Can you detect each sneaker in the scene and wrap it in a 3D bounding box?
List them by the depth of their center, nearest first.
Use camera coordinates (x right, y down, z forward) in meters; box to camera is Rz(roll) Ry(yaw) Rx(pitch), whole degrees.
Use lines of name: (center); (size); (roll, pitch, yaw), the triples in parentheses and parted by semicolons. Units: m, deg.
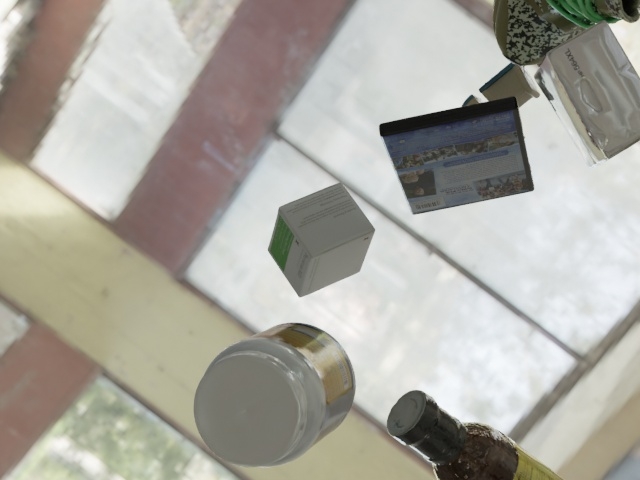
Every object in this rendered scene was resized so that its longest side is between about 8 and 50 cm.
sneaker: (0.347, -0.330, 1.719); (0.410, 0.158, 0.182); (-47, -154, 48)

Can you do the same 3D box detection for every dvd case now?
dvd case: (0.190, -0.110, 1.858); (0.253, 0.180, 0.022); (61, 20, -63)

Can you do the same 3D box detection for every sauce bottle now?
sauce bottle: (0.229, 0.311, 1.803); (0.111, 0.344, 0.111); (-36, -150, 25)

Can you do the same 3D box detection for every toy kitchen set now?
toy kitchen set: (0.339, -0.270, 2.331); (0.207, 0.122, 0.166); (-39, 158, 19)

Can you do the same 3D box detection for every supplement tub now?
supplement tub: (-0.051, 0.173, 1.544); (0.144, 0.144, 0.200); (-53, 170, 13)

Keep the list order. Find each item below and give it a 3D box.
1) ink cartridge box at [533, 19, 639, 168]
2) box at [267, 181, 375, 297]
ink cartridge box: (0.343, -0.176, 1.702); (0.086, 0.148, 0.203); (-30, 178, 3)
box: (0.000, 0.000, 1.758); (0.102, 0.087, 0.101); (-24, 154, -26)
